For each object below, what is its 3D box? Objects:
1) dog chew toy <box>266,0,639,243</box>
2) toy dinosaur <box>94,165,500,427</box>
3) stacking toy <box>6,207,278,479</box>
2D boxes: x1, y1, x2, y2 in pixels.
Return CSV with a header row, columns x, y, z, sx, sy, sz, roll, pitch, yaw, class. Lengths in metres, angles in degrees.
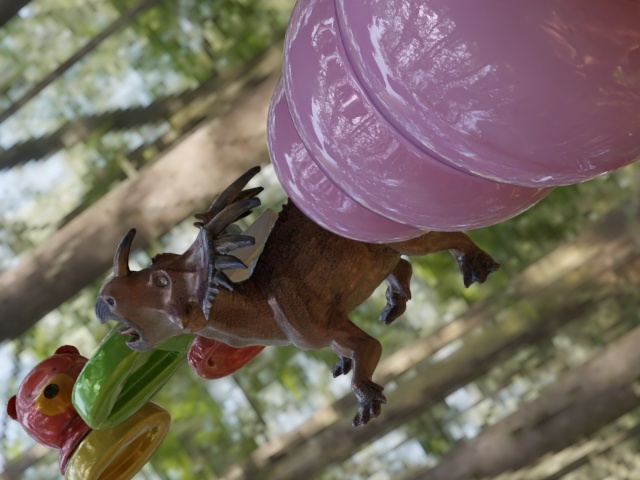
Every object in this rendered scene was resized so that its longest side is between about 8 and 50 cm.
x,y,z,sx,sy,sz,roll,pitch,yaw,class
0.074,-0.100,1.061,0.207,0.332,0.206,10,-115,-22,dog chew toy
0.000,0.000,1.432,0.295,0.127,0.200,-47,-72,-26,toy dinosaur
-0.161,0.073,1.839,0.130,0.309,0.279,41,159,16,stacking toy
